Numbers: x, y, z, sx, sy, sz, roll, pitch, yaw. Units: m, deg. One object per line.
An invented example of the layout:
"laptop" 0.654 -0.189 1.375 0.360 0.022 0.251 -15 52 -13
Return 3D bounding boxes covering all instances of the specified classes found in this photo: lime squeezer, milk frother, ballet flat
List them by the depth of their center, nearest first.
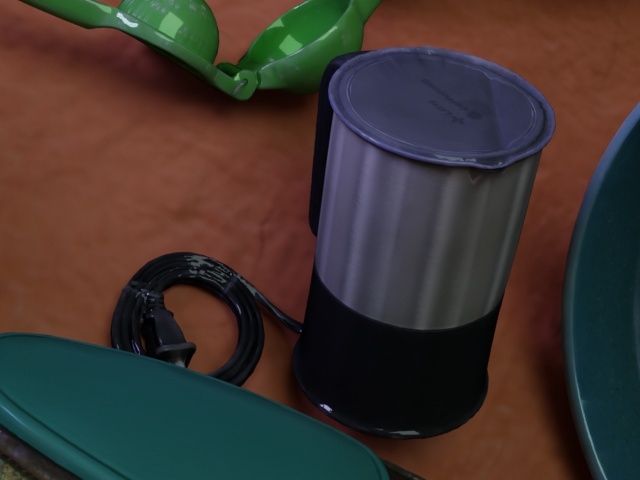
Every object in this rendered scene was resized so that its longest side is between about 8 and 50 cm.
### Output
"ballet flat" 0.022 0.133 0.466 0.349 0.123 0.123 16 60 -2
"milk frother" 0.000 0.000 0.509 0.143 0.134 0.129 -21 44 -34
"lime squeezer" -0.041 -0.112 0.569 0.310 0.110 0.059 -9 35 -20

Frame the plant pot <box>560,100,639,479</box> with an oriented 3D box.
"plant pot" 0.289 0.037 0.562 0.255 0.272 0.271 -4 67 -42
